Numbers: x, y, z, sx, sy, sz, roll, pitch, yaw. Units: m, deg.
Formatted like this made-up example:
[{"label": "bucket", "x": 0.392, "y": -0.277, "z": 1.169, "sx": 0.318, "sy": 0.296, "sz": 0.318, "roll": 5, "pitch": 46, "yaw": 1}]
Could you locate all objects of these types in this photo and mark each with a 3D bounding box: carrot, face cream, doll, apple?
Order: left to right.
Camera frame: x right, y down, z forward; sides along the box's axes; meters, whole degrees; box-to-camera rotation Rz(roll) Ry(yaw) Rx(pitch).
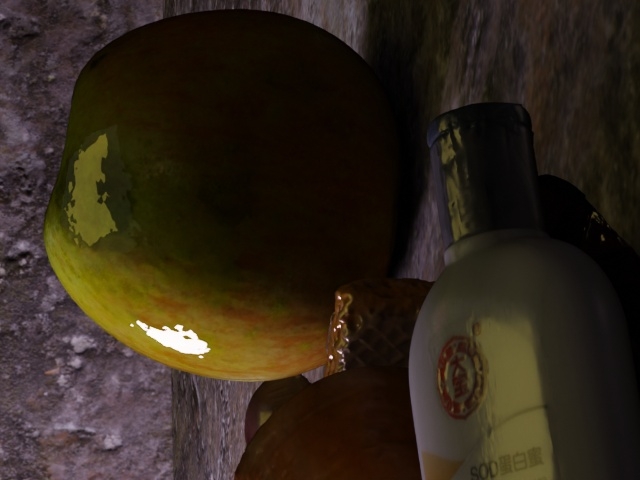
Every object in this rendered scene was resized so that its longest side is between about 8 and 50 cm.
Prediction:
[{"label": "apple", "x": -0.086, "y": -0.039, "z": 1.462, "sx": 0.339, "sy": 0.339, "sz": 0.340, "roll": 180, "pitch": 90, "yaw": -79}, {"label": "doll", "x": -0.007, "y": 0.205, "z": 1.620, "sx": 0.188, "sy": 0.096, "sz": 0.145, "roll": 12, "pitch": 116, "yaw": 56}, {"label": "carrot", "x": 0.064, "y": 0.214, "z": 1.007, "sx": 0.254, "sy": 0.196, "sz": 0.196, "roll": -120, "pitch": 31, "yaw": -61}, {"label": "face cream", "x": 0.097, "y": 0.076, "z": 0.785, "sx": 0.144, "sy": 0.071, "sz": 0.291, "roll": -29, "pitch": 62, "yaw": 53}]

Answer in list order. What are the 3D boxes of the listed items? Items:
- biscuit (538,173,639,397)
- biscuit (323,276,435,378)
[{"label": "biscuit", "x": 0.154, "y": 0.088, "z": 0.817, "sx": 0.235, "sy": 0.063, "sz": 0.151, "roll": -117, "pitch": 28, "yaw": -51}, {"label": "biscuit", "x": 0.035, "y": 0.184, "z": 1.361, "sx": 0.054, "sy": 0.094, "sz": 0.379, "roll": -103, "pitch": 18, "yaw": -51}]
